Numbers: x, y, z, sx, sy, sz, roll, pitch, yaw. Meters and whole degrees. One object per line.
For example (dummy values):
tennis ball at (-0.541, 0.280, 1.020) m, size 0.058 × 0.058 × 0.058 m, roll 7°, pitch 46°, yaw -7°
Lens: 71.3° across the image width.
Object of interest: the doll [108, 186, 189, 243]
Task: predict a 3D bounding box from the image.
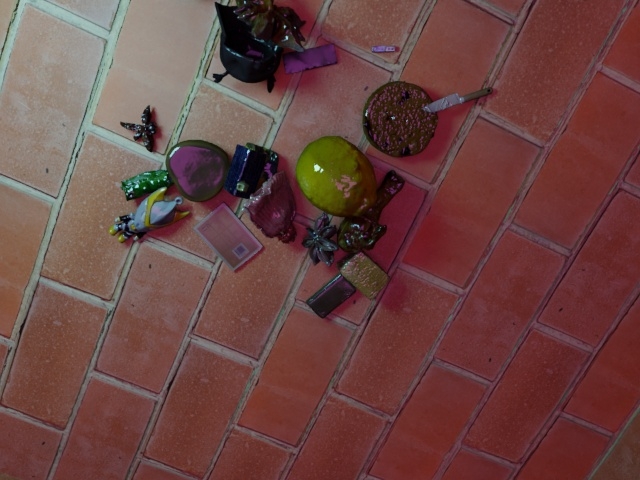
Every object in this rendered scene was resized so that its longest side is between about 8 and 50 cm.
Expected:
doll at (-0.675, -0.092, 1.743) m, size 0.316 × 0.103 × 0.145 m, roll -25°, pitch 107°, yaw 11°

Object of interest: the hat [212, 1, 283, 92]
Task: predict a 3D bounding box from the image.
hat at (-0.277, -0.667, 1.588) m, size 0.238 × 0.209 × 0.336 m, roll -14°, pitch 67°, yaw -34°

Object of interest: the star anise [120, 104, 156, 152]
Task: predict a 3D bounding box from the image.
star anise at (-0.664, -0.408, 1.645) m, size 0.140 × 0.144 × 0.158 m, roll -34°, pitch 103°, yaw 16°

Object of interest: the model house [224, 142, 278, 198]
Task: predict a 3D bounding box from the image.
model house at (-0.251, -0.255, 1.653) m, size 0.170 × 0.211 × 0.194 m, roll 21°, pitch 102°, yaw -4°

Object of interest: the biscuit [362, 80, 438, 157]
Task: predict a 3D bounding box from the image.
biscuit at (0.296, -0.453, 1.677) m, size 0.295 × 0.075 × 0.296 m, roll -2°, pitch 105°, yaw -9°

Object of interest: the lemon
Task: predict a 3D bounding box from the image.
lemon at (0.056, -0.226, 1.618) m, size 0.285 × 0.285 × 0.316 m, roll -13°, pitch 61°, yaw 2°

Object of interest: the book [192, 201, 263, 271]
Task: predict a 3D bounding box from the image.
book at (-0.374, -0.013, 1.809) m, size 0.170 × 0.018 × 0.242 m, roll -38°, pitch 102°, yaw 7°

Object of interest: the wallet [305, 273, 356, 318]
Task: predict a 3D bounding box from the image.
wallet at (0.046, 0.233, 1.871) m, size 0.198 × 0.031 × 0.110 m, roll -40°, pitch 102°, yaw 9°

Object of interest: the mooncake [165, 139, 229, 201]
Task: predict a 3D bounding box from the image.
mooncake at (-0.455, -0.274, 1.687) m, size 0.234 × 0.117 × 0.235 m, roll -4°, pitch 107°, yaw -15°

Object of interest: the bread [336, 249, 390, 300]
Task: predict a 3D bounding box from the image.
bread at (0.174, 0.131, 1.812) m, size 0.196 × 0.102 × 0.138 m, roll 41°, pitch 102°, yaw -13°

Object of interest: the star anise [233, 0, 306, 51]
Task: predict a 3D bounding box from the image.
star anise at (-0.174, -0.762, 1.502) m, size 0.292 × 0.350 × 0.109 m, roll 28°, pitch 131°, yaw -25°

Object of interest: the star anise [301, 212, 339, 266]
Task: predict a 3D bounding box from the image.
star anise at (0.008, 0.012, 1.745) m, size 0.212 × 0.073 × 0.197 m, roll -38°, pitch 67°, yaw 45°

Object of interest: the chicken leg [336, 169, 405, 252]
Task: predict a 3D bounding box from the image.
chicken leg at (0.197, -0.096, 1.700) m, size 0.140 × 0.211 × 0.361 m, roll 31°, pitch 107°, yaw -40°

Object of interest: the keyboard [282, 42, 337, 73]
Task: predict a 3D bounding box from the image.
keyboard at (-0.039, -0.672, 1.652) m, size 0.196 × 0.015 × 0.074 m, roll -12°, pitch 100°, yaw 2°

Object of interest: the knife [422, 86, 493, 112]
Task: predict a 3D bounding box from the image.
knife at (0.509, -0.528, 1.665) m, size 0.297 × 0.017 × 0.047 m, roll -21°, pitch 102°, yaw -8°

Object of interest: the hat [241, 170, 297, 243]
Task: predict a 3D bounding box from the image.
hat at (-0.172, -0.104, 1.717) m, size 0.237 × 0.107 × 0.286 m, roll -47°, pitch 132°, yaw -25°

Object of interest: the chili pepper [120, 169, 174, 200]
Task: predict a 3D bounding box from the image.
chili pepper at (-0.673, -0.218, 1.727) m, size 0.224 × 0.061 × 0.098 m, roll -15°, pitch 73°, yaw 10°

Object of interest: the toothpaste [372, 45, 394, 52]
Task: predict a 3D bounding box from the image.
toothpaste at (0.232, -0.706, 1.645) m, size 0.083 × 0.017 × 0.020 m, roll -2°, pitch 104°, yaw 0°
